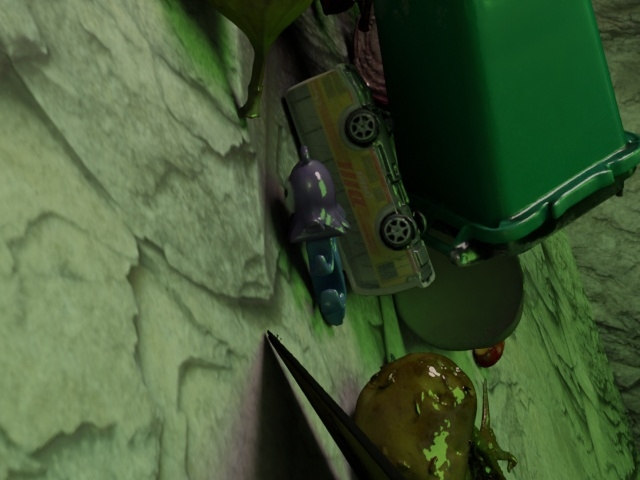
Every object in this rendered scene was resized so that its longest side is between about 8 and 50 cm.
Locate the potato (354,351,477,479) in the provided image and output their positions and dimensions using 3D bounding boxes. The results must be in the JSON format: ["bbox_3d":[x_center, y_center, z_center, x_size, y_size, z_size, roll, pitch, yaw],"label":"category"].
[{"bbox_3d":[0.099,0.205,1.163,0.137,0.137,0.176,47,53,-53],"label":"potato"}]

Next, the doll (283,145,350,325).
[{"bbox_3d":[0.000,0.000,1.145,0.110,0.067,0.206,-95,174,-70],"label":"doll"}]

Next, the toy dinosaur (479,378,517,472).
[{"bbox_3d":[0.237,0.291,1.604,0.126,0.039,0.162,-11,85,-61],"label":"toy dinosaur"}]

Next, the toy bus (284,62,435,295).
[{"bbox_3d":[0.047,-0.065,1.260,0.268,0.106,0.092,70,18,-2],"label":"toy bus"}]

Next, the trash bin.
[{"bbox_3d":[0.189,-0.193,1.320,0.259,0.295,0.381,30,-36,53],"label":"trash bin"}]

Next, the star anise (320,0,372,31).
[{"bbox_3d":[0.030,-0.410,1.434,0.220,0.126,0.190,34,55,-41],"label":"star anise"}]

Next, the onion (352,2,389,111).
[{"bbox_3d":[0.161,-0.267,1.555,0.140,0.218,0.195,6,94,-62],"label":"onion"}]

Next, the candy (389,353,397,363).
[{"bbox_3d":[0.099,0.202,1.297,0.088,0.038,0.136,53,23,-19],"label":"candy"}]

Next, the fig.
[{"bbox_3d":[-0.068,-0.252,1.088,0.143,0.160,0.231,52,-36,37],"label":"fig"}]

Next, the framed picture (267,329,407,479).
[{"bbox_3d":[0.066,0.224,0.915,0.255,0.014,0.338,59,-9,-23],"label":"framed picture"}]

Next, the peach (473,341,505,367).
[{"bbox_3d":[0.274,0.167,1.803,0.083,0.050,0.077,-1,74,-67],"label":"peach"}]

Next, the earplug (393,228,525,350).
[{"bbox_3d":[0.218,0.085,1.558,0.301,0.172,0.172,35,42,-70],"label":"earplug"}]

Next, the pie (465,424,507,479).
[{"bbox_3d":[0.201,0.355,1.407,0.323,0.070,0.323,-18,90,-72],"label":"pie"}]
